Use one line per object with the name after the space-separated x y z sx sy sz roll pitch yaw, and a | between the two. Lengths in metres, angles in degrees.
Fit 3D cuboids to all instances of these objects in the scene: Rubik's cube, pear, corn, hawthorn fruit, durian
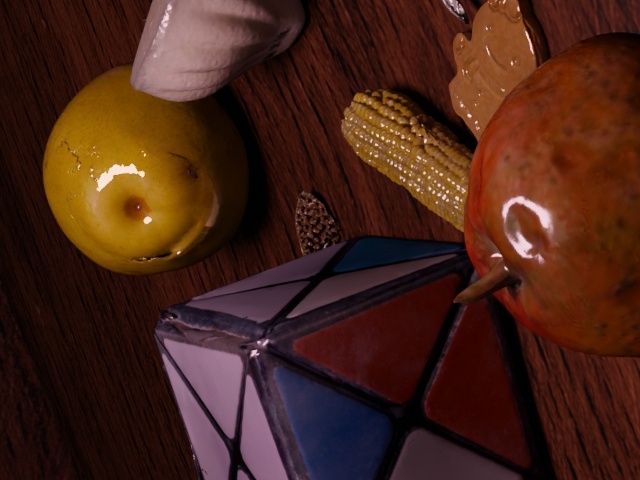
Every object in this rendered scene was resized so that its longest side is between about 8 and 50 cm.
0.028 0.176 1.994 0.310 0.307 0.305 1 111 62 | Rubik's cube
-0.223 -0.107 2.342 0.336 0.285 0.285 -80 0 -46 | pear
0.118 -0.084 1.889 0.288 0.086 0.086 41 141 42 | corn
0.236 -0.022 1.473 0.277 0.298 0.277 56 164 25 | hawthorn fruit
-0.010 0.003 2.214 0.066 0.052 0.130 14 121 61 | durian

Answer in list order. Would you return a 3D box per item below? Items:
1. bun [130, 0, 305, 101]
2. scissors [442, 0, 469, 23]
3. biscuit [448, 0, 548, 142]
-0.107 -0.272 2.096 0.263 0.175 0.263 -161 90 -80 | bun
0.071 -0.338 1.820 0.109 0.022 0.300 -41 69 29 | scissors
0.179 -0.165 1.779 0.133 0.027 0.184 64 153 14 | biscuit
